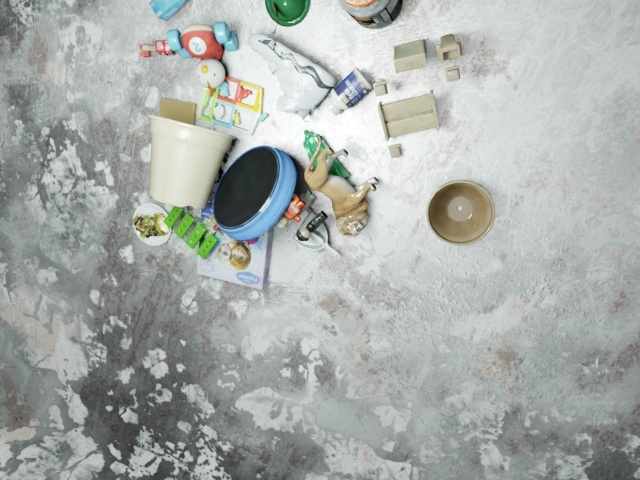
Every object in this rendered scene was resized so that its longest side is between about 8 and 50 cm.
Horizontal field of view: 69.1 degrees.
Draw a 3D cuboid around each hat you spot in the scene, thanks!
[{"bbox_3d":[-0.138,-0.854,1.637,0.173,0.183,0.209,-33,94,20],"label":"hat"}]

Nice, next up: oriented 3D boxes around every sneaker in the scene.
[{"bbox_3d":[-0.140,-0.603,1.728,0.365,0.137,0.210,31,107,2],"label":"sneaker"}]

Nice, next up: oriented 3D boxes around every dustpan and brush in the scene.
[{"bbox_3d":[0.000,0.000,1.890,0.211,0.060,0.147,36,111,4],"label":"dustpan and brush"}]

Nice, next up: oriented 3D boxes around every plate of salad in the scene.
[{"bbox_3d":[-0.766,-0.068,2.093,0.199,0.048,0.200,4,106,14],"label":"plate of salad"}]

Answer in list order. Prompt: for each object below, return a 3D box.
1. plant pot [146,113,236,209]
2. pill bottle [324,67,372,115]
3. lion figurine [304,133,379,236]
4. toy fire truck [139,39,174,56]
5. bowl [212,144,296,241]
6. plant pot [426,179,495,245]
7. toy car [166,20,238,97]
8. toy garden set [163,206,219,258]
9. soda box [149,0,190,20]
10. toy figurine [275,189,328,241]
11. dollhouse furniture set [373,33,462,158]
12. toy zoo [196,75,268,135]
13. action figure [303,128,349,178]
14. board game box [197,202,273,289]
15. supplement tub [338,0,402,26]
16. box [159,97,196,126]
[{"bbox_3d":[-0.522,-0.293,1.791,0.333,0.334,0.306,16,100,11],"label":"plant pot"},{"bbox_3d":[0.099,-0.540,1.703,0.169,0.094,0.094,-39,92,21],"label":"pill bottle"},{"bbox_3d":[0.059,-0.195,1.743,0.392,0.142,0.240,42,120,-16],"label":"lion figurine"},{"bbox_3d":[-0.649,-0.756,1.831,0.135,0.192,0.047,-5,106,-13],"label":"toy fire truck"},{"bbox_3d":[-0.264,-0.190,1.774,0.391,0.077,0.392,-20,56,32],"label":"bowl"},{"bbox_3d":[0.508,-0.107,1.695,0.237,0.110,0.238,4,104,15],"label":"plant pot"},{"bbox_3d":[-0.426,-0.664,1.744,0.219,0.210,0.238,-7,96,6],"label":"toy car"},{"bbox_3d":[-0.514,-0.078,1.954,0.244,0.049,0.204,41,108,9],"label":"toy garden set"},{"bbox_3d":[-0.553,-0.943,1.790,0.210,0.071,0.067,-29,96,20],"label":"soda box"},{"bbox_3d":[-0.100,-0.119,1.800,0.148,0.213,0.210,-44,48,18],"label":"toy figurine"},{"bbox_3d":[0.364,-0.511,1.661,0.303,0.174,0.356,-8,126,17],"label":"dollhouse furniture set"},{"bbox_3d":[-0.343,-0.543,1.859,0.293,0.030,0.193,20,109,10],"label":"toy zoo"},{"bbox_3d":[0.000,-0.327,1.800,0.137,0.063,0.232,-26,102,18],"label":"action figure"},{"bbox_3d":[-0.367,0.024,1.995,0.318,0.066,0.318,12,107,14],"label":"board game box"},{"bbox_3d":[0.157,-0.807,1.497,0.193,0.316,0.194,4,105,15],"label":"supplement tub"},{"bbox_3d":[-0.603,-0.485,1.951,0.164,0.021,0.201,13,107,12],"label":"box"}]
